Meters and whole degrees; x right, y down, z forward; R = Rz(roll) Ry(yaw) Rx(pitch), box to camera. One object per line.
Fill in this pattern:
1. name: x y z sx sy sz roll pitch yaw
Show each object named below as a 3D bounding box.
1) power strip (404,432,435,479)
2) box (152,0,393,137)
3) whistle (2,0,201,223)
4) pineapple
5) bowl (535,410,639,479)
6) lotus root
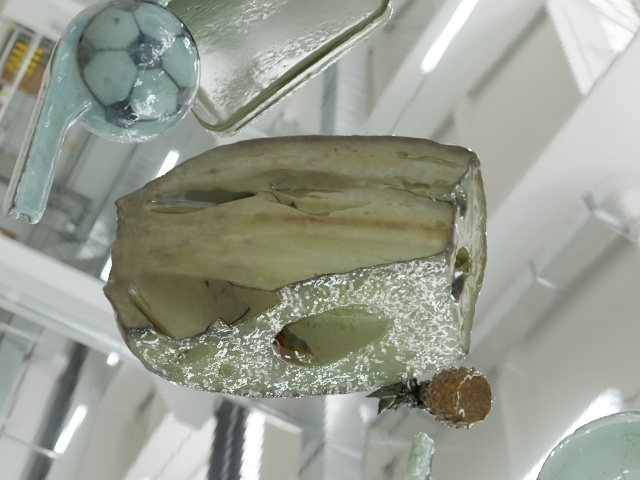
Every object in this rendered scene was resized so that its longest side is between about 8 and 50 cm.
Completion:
1. power strip: 0.089 0.197 0.948 0.083 0.035 0.055 84 19 -49
2. box: -0.109 -0.364 1.613 0.352 0.177 0.344 -35 153 3
3. whistle: -0.208 -0.142 1.152 0.163 0.163 0.290 174 -68 -72
4. pineapple: 0.202 0.280 2.085 0.130 0.119 0.277 -30 -167 -30
5. bowl: 0.580 0.541 2.053 0.196 0.434 0.435 87 23 -70
6. lotus root: -0.013 0.026 0.955 0.142 0.314 0.210 83 6 -50
